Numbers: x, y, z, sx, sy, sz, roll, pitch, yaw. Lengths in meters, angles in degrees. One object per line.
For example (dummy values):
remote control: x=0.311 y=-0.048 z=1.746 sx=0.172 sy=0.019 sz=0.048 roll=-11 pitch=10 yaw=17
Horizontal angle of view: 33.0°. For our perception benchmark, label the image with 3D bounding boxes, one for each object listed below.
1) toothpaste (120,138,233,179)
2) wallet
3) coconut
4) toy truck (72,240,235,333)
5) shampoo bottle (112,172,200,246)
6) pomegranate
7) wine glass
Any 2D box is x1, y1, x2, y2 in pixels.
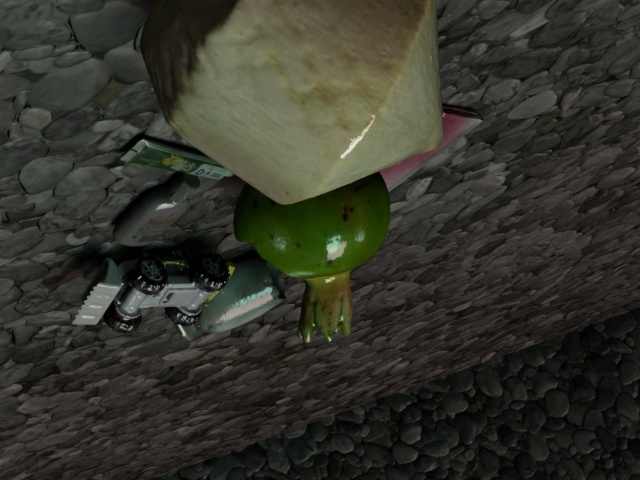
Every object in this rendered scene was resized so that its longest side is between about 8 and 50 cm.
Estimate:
toothpaste: x=-0.189 y=-0.110 z=1.498 sx=0.049 sy=0.031 sz=0.204 roll=-37 pitch=155 yaw=28
wallet: x=0.151 y=-0.146 z=1.791 sx=0.232 sy=0.025 sz=0.119 roll=-37 pitch=157 yaw=34
coconut: x=-0.006 y=-0.183 z=1.090 sx=0.329 sy=0.329 sz=0.329 roll=-21 pitch=160 yaw=-8
toy truck: x=-0.270 y=0.070 z=1.747 sx=0.286 sy=0.111 sz=0.136 roll=-1 pitch=140 yaw=-43
shampoo bottle: x=-0.236 y=-0.046 z=1.592 sx=0.080 sy=0.040 sz=0.165 roll=0 pitch=149 yaw=-46
pomegranate: x=0.000 y=0.000 z=1.609 sx=0.236 sy=0.302 sz=0.236 roll=-13 pitch=-175 yaw=1
wine glass: x=-0.169 y=0.103 z=1.941 sx=0.204 sy=0.111 sz=0.111 roll=-21 pitch=160 yaw=5
